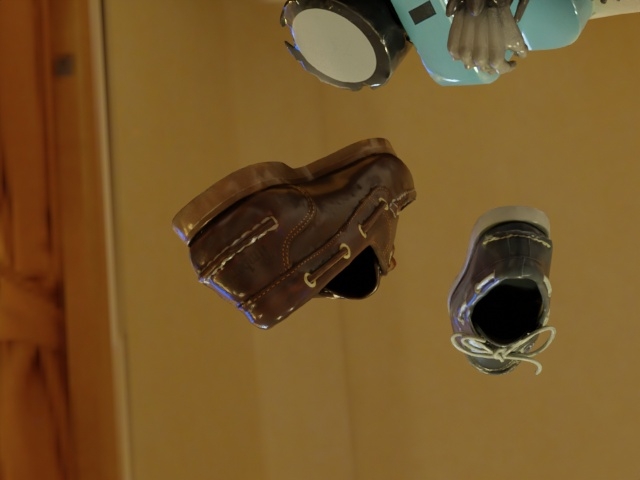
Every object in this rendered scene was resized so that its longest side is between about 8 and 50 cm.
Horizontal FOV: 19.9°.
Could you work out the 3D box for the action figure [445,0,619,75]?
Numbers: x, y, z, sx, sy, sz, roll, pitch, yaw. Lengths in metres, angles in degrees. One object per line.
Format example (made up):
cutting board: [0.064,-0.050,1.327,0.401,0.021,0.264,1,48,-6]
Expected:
action figure: [0.151,-0.166,1.029,0.164,0.141,0.275,-3,-177,6]

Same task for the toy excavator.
toy excavator: [0.192,-0.227,1.430,0.445,0.222,0.433,1,135,41]

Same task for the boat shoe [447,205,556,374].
boat shoe: [0.167,0.065,1.653,0.095,0.079,0.254,5,148,-4]

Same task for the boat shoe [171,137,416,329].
boat shoe: [0.000,0.000,0.884,0.073,0.073,0.207,-43,171,26]
